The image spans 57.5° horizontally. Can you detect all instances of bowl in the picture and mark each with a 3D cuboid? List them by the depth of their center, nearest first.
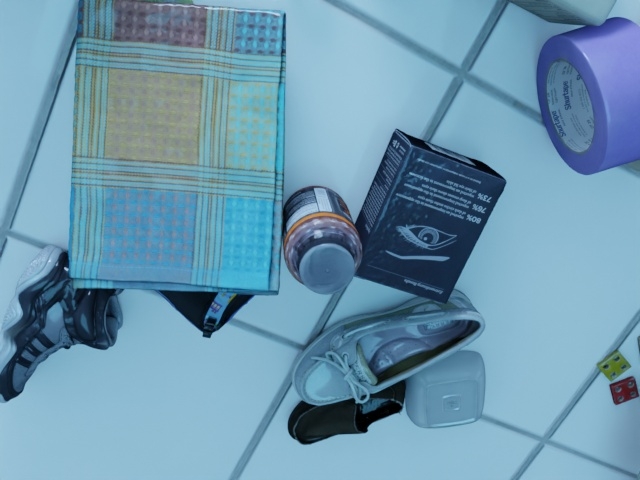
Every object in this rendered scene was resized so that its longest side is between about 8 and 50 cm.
[{"bbox_3d":[0.221,0.266,1.010,0.142,0.053,0.142,-6,113,-5],"label":"bowl"}]

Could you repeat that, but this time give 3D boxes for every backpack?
[{"bbox_3d":[-0.150,0.025,0.842,0.173,0.117,0.158,-41,110,8],"label":"backpack"}]

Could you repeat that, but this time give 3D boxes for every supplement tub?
[{"bbox_3d":[0.000,0.000,0.803,0.106,0.198,0.106,-2,113,-5],"label":"supplement tub"}]

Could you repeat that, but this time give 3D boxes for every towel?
[{"bbox_3d":[-0.180,-0.114,0.746,0.271,0.040,0.370,2,94,-5],"label":"towel"}]

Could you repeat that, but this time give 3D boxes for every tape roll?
[{"bbox_3d":[0.363,-0.186,0.767,0.080,0.189,0.189,-17,112,3],"label":"tape roll"}]

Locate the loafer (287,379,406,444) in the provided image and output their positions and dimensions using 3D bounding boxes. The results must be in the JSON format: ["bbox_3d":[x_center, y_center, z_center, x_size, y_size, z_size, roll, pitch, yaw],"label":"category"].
[{"bbox_3d":[0.044,0.290,0.987,0.220,0.078,0.080,-27,112,5],"label":"loafer"}]

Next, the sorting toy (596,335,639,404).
[{"bbox_3d":[0.635,0.215,1.031,0.274,0.046,0.132,-19,112,3],"label":"sorting toy"}]

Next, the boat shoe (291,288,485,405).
[{"bbox_3d":[0.102,0.176,0.925,0.320,0.103,0.118,-22,100,2],"label":"boat shoe"}]

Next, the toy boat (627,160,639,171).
[{"bbox_3d":[0.520,-0.207,0.818,0.151,0.151,0.231,-20,117,-30],"label":"toy boat"}]

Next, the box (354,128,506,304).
[{"bbox_3d":[0.145,-0.033,0.851,0.153,0.108,0.207,19,109,-13],"label":"box"}]

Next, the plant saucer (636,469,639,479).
[{"bbox_3d":[0.743,0.370,1.059,0.400,0.100,0.400,-4,120,-7],"label":"plant saucer"}]

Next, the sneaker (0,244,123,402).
[{"bbox_3d":[-0.392,0.150,0.876,0.153,0.101,0.268,24,105,-11],"label":"sneaker"}]

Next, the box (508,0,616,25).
[{"bbox_3d":[0.212,-0.381,0.699,0.311,0.148,0.121,20,108,-14],"label":"box"}]

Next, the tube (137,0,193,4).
[{"bbox_3d":[-0.214,-0.380,0.692,0.070,0.062,0.240,23,138,26],"label":"tube"}]
